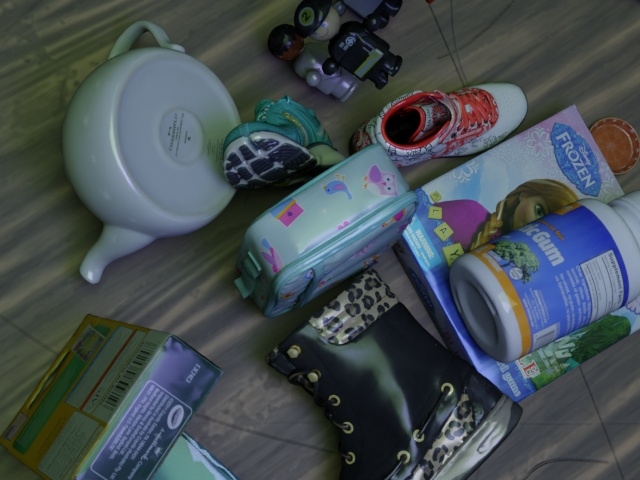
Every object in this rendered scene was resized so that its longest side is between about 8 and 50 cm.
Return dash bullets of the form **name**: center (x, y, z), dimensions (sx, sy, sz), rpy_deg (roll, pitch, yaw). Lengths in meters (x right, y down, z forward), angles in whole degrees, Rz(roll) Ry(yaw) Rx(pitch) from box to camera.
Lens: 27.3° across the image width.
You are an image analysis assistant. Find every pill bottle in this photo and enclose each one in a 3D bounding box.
- **pill bottle**: center (0.316, 0.037, 1.693), dimensions (0.272, 0.152, 0.152), rpy_deg (-25, 88, -15)

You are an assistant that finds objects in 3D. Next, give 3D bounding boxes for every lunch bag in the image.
- **lunch bag**: center (0.000, 0.000, 1.637), dimensions (0.224, 0.279, 0.108), rpy_deg (-35, 81, -12)

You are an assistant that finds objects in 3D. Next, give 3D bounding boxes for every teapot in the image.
- **teapot**: center (-0.232, -0.119, 1.656), dimensions (0.256, 0.187, 0.252), rpy_deg (-43, 113, -40)

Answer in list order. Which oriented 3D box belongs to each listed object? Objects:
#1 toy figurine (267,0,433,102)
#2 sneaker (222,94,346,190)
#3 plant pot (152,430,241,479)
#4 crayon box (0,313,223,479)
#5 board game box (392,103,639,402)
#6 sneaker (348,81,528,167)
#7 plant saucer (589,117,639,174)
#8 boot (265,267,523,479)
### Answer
- **toy figurine**: center (0.037, -0.301, 1.721), dimensions (0.148, 0.209, 0.213), rpy_deg (34, 76, -18)
- **sneaker**: center (-0.059, -0.126, 1.663), dimensions (0.107, 0.275, 0.110), rpy_deg (-23, 85, 17)
- **plant pot**: center (-0.215, 0.347, 1.598), dimensions (0.166, 0.165, 0.234), rpy_deg (41, 82, -4)
- **crayon box**: center (-0.253, 0.198, 1.540), dimensions (0.083, 0.323, 0.203), rpy_deg (39, 75, -22)
- **board game box**: center (0.287, 0.023, 1.802), dimensions (0.318, 0.066, 0.318), rpy_deg (-29, 89, -15)
- **sneaker**: center (0.179, -0.161, 1.765), dimensions (0.270, 0.145, 0.090), rpy_deg (-17, 85, -15)
- **plant saucer**: center (0.416, -0.134, 1.882), dimensions (0.084, 0.013, 0.083), rpy_deg (2, 81, -13)
- **boot**: center (0.035, 0.244, 1.678), dimensions (0.377, 0.138, 0.284), rpy_deg (-41, 85, -4)
